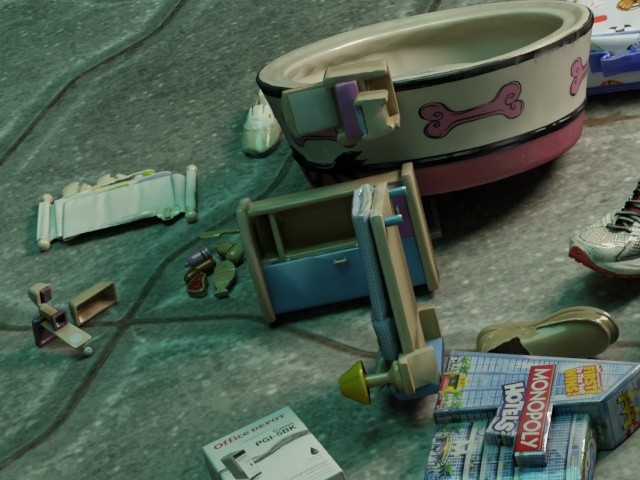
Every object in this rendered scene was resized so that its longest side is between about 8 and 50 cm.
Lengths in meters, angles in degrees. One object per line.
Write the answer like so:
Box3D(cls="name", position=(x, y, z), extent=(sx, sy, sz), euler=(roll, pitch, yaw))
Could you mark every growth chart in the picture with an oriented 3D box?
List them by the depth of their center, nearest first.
Box3D(cls="growth chart", position=(-0.271, -0.050, 2.212), extent=(0.237, 0.021, 0.172), euler=(-12, 28, 9))

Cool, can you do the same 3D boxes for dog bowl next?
Box3D(cls="dog bowl", position=(0.137, -0.169, 2.005), extent=(0.408, 0.150, 0.408), euler=(-11, 17, 3))

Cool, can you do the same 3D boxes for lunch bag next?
Box3D(cls="lunch bag", position=(0.441, -0.276, 2.145), extent=(0.303, 0.115, 0.243), euler=(-6, 32, 18))

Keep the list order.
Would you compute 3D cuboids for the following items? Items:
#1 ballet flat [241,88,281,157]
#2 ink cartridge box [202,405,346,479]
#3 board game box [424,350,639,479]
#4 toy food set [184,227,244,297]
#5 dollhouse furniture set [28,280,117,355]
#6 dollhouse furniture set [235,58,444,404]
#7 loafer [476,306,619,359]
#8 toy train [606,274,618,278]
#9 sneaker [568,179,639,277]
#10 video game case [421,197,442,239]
Box3D(cls="ballet flat", position=(-0.080, -0.174, 2.300), extent=(0.057, 0.052, 0.168), euler=(-9, 30, 14))
Box3D(cls="ink cartridge box", position=(-0.041, 0.225, 1.563), extent=(0.099, 0.056, 0.135), euler=(-25, 30, -14))
Box3D(cls="board game box", position=(0.202, 0.171, 1.527), extent=(0.194, 0.060, 0.194), euler=(-7, 30, 19))
Box3D(cls="toy food set", position=(-0.130, 0.033, 1.996), extent=(0.078, 0.019, 0.122), euler=(-7, 38, 18))
Box3D(cls="dollhouse furniture set", position=(-0.267, 0.079, 1.934), extent=(0.081, 0.091, 0.114), euler=(28, 47, 33))
Box3D(cls="dollhouse furniture set", position=(0.000, 0.000, 1.701), extent=(0.198, 0.286, 0.303), euler=(-12, 17, 8))
Box3D(cls="loafer", position=(0.223, 0.105, 1.644), extent=(0.148, 0.056, 0.050), euler=(-14, 27, 26))
Box3D(cls="toy train", position=(0.321, 0.015, 1.787), extent=(0.024, 0.017, 0.083), euler=(-14, 27, 26))
Box3D(cls="sneaker", position=(0.344, -0.033, 1.751), extent=(0.225, 0.092, 0.088), euler=(-28, 38, -32))
Box3D(cls="video game case", position=(0.080, -0.013, 1.971), extent=(0.122, 0.011, 0.087), euler=(-14, 28, 5))
